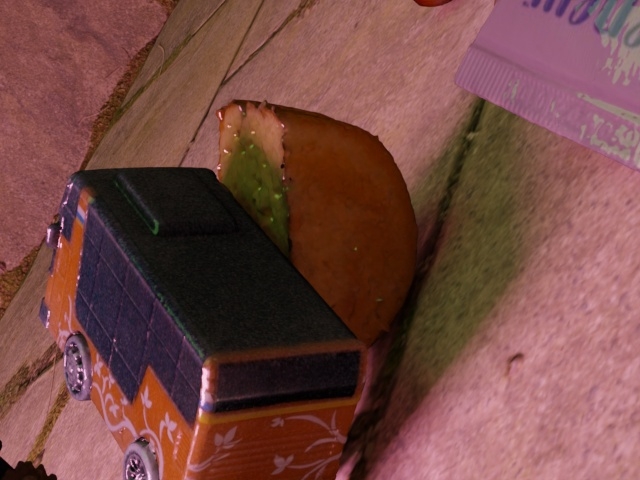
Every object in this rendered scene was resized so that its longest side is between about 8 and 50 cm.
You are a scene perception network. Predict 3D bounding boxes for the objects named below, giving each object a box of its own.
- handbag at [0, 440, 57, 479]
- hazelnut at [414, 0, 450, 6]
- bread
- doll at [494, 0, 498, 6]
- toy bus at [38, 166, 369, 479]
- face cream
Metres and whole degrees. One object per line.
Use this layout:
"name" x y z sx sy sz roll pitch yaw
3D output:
"handbag" -0.312 0.316 1.070 0.122 0.303 0.329 -4 45 31
"hazelnut" 0.120 -0.284 1.376 0.086 0.086 0.086 -49 18 22
"bread" 0.000 0.000 1.038 0.143 0.139 0.229 -174 80 -68
"doll" 0.190 -0.291 1.005 0.256 0.196 0.152 -49 16 44
"toy bus" -0.094 0.068 0.949 0.275 0.138 0.167 46 131 46
"face cream" 0.260 -0.245 0.821 0.235 0.137 0.420 36 97 49
